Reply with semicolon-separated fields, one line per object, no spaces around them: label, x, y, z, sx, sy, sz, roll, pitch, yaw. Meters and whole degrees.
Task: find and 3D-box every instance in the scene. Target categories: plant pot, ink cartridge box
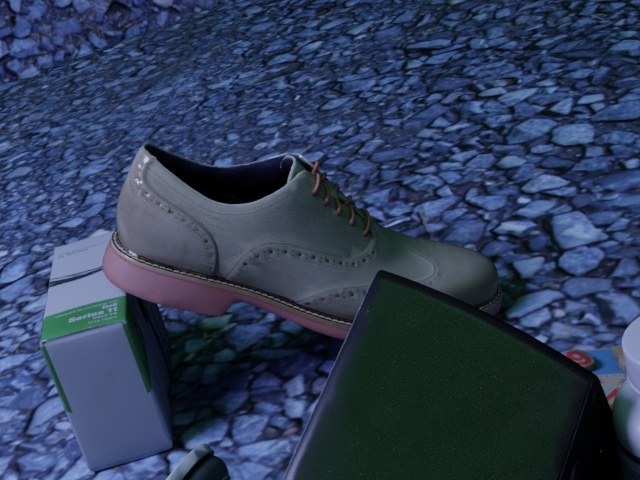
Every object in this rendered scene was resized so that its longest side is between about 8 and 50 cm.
plant pot;0.107;0.156;0.858;0.167;0.187;0.188;10;61;29
ink cartridge box;-0.208;0.101;1.228;0.086;0.153;0.208;-16;27;0

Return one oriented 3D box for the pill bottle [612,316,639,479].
pill bottle;0.254;0.143;0.826;0.108;0.193;0.108;-13;26;7

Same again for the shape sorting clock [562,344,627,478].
shape sorting clock;0.244;0.132;0.995;0.206;0.040;0.206;-2;25;1

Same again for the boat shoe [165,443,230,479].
boat shoe;-0.125;0.274;0.941;0.099;0.116;0.319;33;28;0

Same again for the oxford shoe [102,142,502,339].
oxford shoe;0.000;0.000;1.185;0.397;0.147;0.140;7;23;-16
